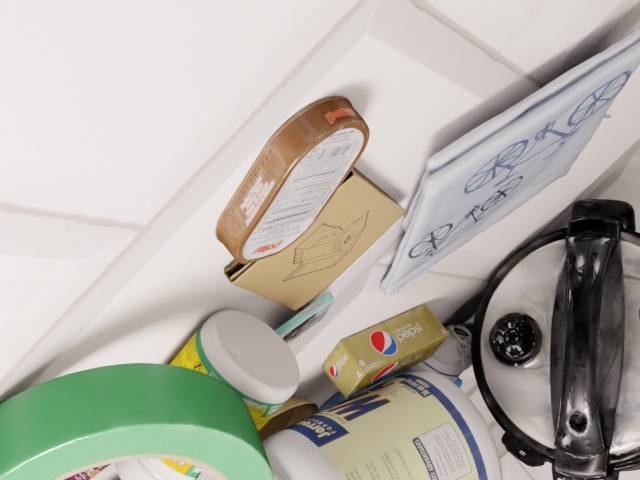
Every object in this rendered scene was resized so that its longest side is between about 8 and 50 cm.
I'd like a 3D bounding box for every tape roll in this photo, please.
[{"bbox_3d":[-0.206,0.252,1.241,0.321,0.077,0.321,-14,137,-13],"label":"tape roll"}]

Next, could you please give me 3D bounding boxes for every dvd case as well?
[{"bbox_3d":[-0.027,0.098,1.471,0.087,0.013,0.119,-35,173,-13],"label":"dvd case"}]

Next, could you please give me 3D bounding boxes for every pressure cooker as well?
[{"bbox_3d":[0.417,0.172,1.935,0.375,0.370,0.420,-41,159,9],"label":"pressure cooker"}]

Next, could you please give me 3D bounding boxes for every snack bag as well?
[{"bbox_3d":[0.217,-0.085,1.507,0.323,0.037,0.342,-34,164,-17],"label":"snack bag"}]

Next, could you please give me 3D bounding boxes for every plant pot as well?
[{"bbox_3d":[-0.105,0.284,1.742,0.236,0.032,0.236,-33,159,-14],"label":"plant pot"}]

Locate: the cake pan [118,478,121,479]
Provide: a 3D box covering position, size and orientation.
[{"bbox_3d":[-0.268,0.403,1.583,0.293,0.054,0.293,-44,156,-26],"label":"cake pan"}]

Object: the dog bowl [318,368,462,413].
[{"bbox_3d":[0.093,0.260,1.984,0.297,0.074,0.166,-17,150,-46],"label":"dog bowl"}]

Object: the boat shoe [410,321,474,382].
[{"bbox_3d":[0.196,0.161,1.969,0.076,0.083,0.226,-58,167,15],"label":"boat shoe"}]

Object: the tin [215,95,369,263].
[{"bbox_3d":[-0.025,-0.050,1.159,0.106,0.040,0.190,-12,147,-44],"label":"tin"}]

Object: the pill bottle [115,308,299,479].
[{"bbox_3d":[-0.125,0.180,1.353,0.208,0.117,0.117,-48,159,25],"label":"pill bottle"}]

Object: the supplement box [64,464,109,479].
[{"bbox_3d":[-0.264,0.233,1.327,0.083,0.043,0.055,-36,159,-10],"label":"supplement box"}]

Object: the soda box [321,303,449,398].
[{"bbox_3d":[0.091,0.149,1.758,0.181,0.058,0.061,-20,153,-44],"label":"soda box"}]

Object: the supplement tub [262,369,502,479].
[{"bbox_3d":[0.052,0.331,1.704,0.324,0.235,0.235,-21,154,-29],"label":"supplement tub"}]

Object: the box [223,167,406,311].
[{"bbox_3d":[0.000,0.000,1.331,0.164,0.021,0.201,-42,160,7],"label":"box"}]
